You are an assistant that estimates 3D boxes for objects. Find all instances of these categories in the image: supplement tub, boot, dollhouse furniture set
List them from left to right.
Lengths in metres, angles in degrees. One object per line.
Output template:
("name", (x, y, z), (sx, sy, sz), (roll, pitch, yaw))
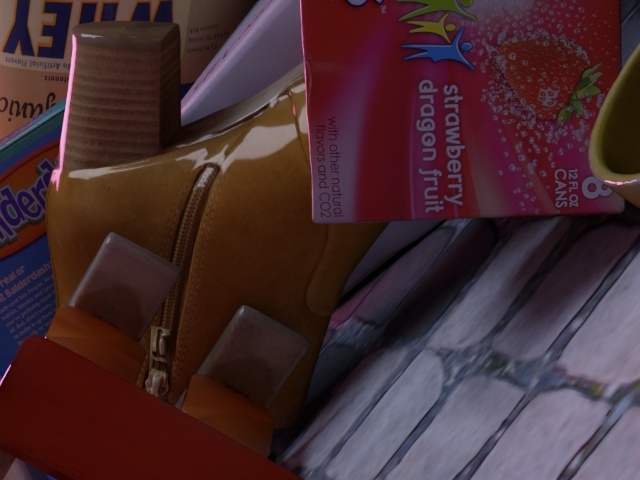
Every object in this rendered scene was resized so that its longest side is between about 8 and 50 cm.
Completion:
("dollhouse furniture set", (-0.117, 0.071, 0.657), (0.135, 0.259, 0.262), (-56, 10, 24))
("supplement tub", (-0.153, -0.160, 1.126), (0.228, 0.228, 0.316), (-75, -14, -68))
("boot", (-0.001, 0.000, 0.807), (0.104, 0.295, 0.211), (-56, -30, -67))

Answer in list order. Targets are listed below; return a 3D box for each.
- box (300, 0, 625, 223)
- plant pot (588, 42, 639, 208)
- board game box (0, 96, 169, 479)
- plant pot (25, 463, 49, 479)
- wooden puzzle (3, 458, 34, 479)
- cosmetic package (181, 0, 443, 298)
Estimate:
("box", (0.056, -0.141, 0.636), (0.122, 0.128, 0.257), (-62, -30, -78))
("plant pot", (0.145, -0.034, 0.365), (0.134, 0.095, 0.134), (-47, 10, 11))
("board game box", (-0.131, 0.032, 0.897), (0.160, 0.210, 0.047), (-36, 16, -25))
("plant pot", (-0.241, 0.081, 1.269), (0.195, 0.290, 0.290), (-16, 6, -9))
("wooden puzzle", (-0.259, 0.191, 1.061), (0.044, 0.239, 0.221), (-5, -29, -48))
("cosmetic package", (0.084, -0.190, 1.045), (0.230, 0.161, 0.453), (-41, 13, 41))
